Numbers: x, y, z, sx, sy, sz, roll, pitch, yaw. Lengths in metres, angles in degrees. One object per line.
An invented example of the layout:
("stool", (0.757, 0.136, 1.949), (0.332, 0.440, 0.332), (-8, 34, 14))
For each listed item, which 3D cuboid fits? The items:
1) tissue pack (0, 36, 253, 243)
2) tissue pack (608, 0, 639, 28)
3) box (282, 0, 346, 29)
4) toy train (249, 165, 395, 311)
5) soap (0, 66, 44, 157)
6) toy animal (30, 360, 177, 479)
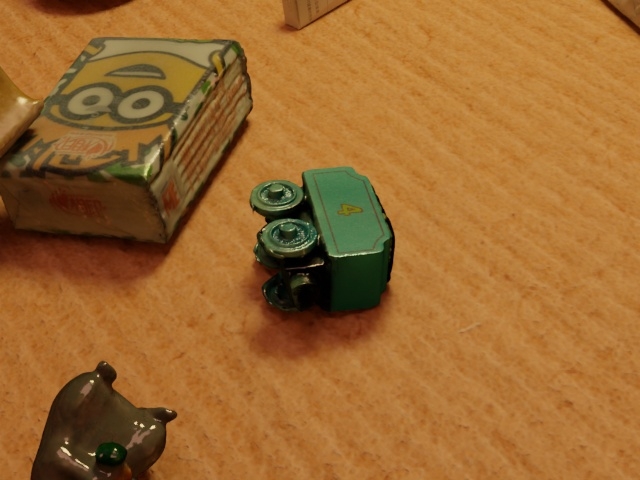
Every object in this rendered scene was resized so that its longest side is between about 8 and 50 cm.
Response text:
("tissue pack", (-0.246, -0.137, 1.486), (0.227, 0.128, 0.311), (4, 41, 19))
("tissue pack", (0.506, -0.422, 1.696), (0.201, 0.124, 0.271), (-20, 42, -7))
("box", (0.006, -0.400, 1.786), (0.154, 0.084, 0.040), (-36, 45, -29))
("toy train", (0.000, 0.000, 1.304), (0.154, 0.107, 0.198), (-7, 39, -9))
("soap", (-0.535, -0.100, 1.392), (0.293, 0.156, 0.335), (2, 46, 42))
("toy animal", (-0.236, 0.246, 1.064), (0.125, 0.127, 0.251), (21, 61, 15))
